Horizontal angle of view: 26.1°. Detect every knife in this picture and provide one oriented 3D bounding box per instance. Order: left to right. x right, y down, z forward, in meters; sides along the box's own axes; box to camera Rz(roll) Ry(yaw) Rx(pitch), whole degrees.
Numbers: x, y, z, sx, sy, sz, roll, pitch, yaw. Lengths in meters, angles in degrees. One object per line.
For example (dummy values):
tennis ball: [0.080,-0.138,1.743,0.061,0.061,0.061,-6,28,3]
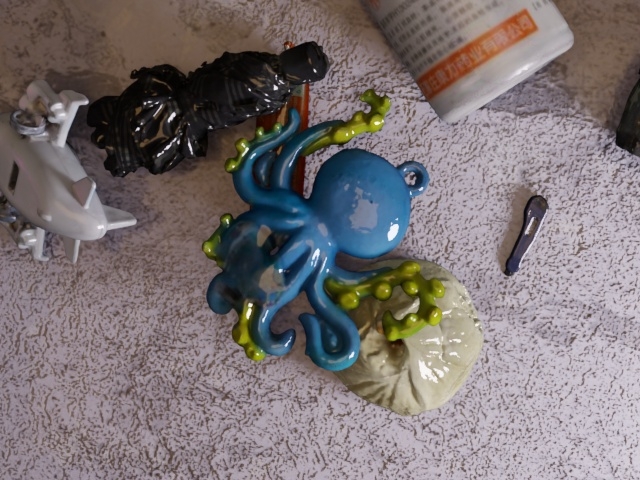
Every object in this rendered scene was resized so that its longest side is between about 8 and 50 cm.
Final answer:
knife: [0.281,-0.006,1.903,0.031,0.018,0.121,24,94,-4]

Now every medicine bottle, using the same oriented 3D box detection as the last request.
medicine bottle: [0.151,-0.358,1.804,0.211,0.211,0.371,-32,90,5]

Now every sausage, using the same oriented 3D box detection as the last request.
sausage: [-0.053,-0.142,1.897,0.083,0.083,0.264,5,91,4]

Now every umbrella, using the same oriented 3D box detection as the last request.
umbrella: [-0.154,-0.176,1.836,0.337,0.128,0.154,-10,59,25]

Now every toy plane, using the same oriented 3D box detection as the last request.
toy plane: [-0.368,-0.086,1.873,0.267,0.122,0.267,12,107,44]

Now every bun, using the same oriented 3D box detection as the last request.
bun: [0.107,0.127,1.863,0.220,0.134,0.220,0,92,9]

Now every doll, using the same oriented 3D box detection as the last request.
doll: [0.000,0.000,1.825,0.341,0.099,0.346,-29,78,6]

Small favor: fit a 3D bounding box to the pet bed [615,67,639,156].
pet bed: [0.508,-0.159,1.802,0.211,0.183,0.159,22,100,5]
